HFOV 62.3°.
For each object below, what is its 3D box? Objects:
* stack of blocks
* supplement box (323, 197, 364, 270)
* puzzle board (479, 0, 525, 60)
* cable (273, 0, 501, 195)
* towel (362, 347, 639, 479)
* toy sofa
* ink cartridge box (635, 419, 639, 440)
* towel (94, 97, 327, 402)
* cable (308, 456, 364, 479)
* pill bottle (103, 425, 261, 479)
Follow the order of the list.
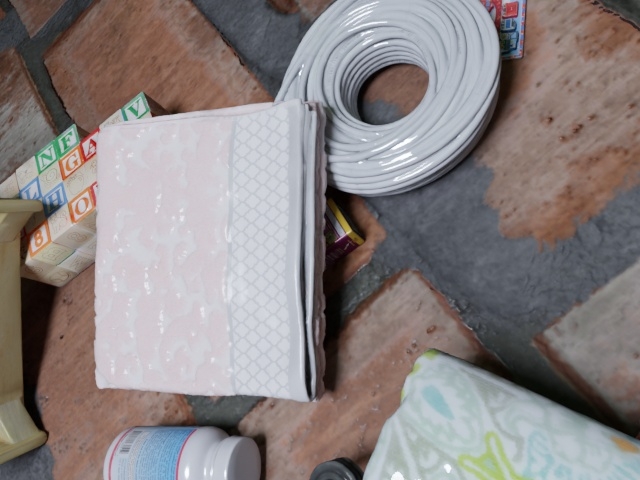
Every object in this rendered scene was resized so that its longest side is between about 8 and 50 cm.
[{"bbox_3d":[-0.336,-0.086,0.794,0.297,0.087,0.171,-34,61,13],"label":"stack of blocks"},{"bbox_3d":[0.000,0.000,0.620,0.083,0.043,0.054,-36,61,11],"label":"supplement box"},{"bbox_3d":[0.194,-0.268,0.635,0.097,0.011,0.128,1,73,27],"label":"puzzle board"},{"bbox_3d":[0.076,-0.173,0.611,0.257,0.089,0.256,19,86,29],"label":"cable"},{"bbox_3d":[0.134,0.300,0.336,0.321,0.090,0.374,23,78,27],"label":"towel"},{"bbox_3d":[-0.484,0.113,0.695,0.177,0.150,0.362,6,97,25],"label":"toy sofa"},{"bbox_3d":[0.360,0.220,0.349,0.296,0.066,0.261,37,90,32],"label":"ink cartridge box"},{"bbox_3d":[-0.142,0.013,0.611,0.317,0.053,0.331,-3,85,26],"label":"towel"},{"bbox_3d":[0.038,0.346,0.459,0.139,0.072,0.287,-39,53,33],"label":"cable"},{"bbox_3d":[-0.151,0.250,0.583,0.160,0.087,0.087,-9,69,25],"label":"pill bottle"}]
